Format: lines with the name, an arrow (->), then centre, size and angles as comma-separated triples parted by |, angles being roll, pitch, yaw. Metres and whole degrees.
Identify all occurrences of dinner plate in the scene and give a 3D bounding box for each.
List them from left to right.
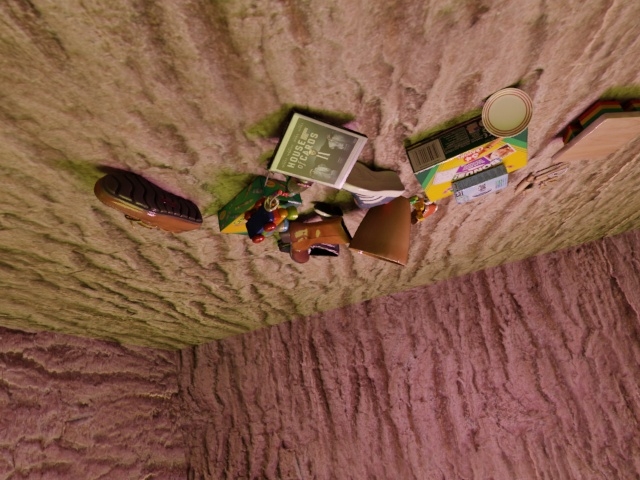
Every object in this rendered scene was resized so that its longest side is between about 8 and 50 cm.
dinner plate -> 0.551, -0.376, 1.275 | 0.141, 0.141, 0.017 | -23, -165, 23

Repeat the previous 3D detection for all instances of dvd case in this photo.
dvd case -> -0.006, -0.249, 1.214 | 0.239, 0.029, 0.179 | 11, 124, -30

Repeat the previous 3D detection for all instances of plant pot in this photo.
plant pot -> 0.258, -0.053, 1.697 | 0.237, 0.254, 0.237 | 18, 176, 1

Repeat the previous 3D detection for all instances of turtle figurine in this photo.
turtle figurine -> -0.061, -0.210, 1.326 | 0.175, 0.118, 0.234 | -1, 149, -44

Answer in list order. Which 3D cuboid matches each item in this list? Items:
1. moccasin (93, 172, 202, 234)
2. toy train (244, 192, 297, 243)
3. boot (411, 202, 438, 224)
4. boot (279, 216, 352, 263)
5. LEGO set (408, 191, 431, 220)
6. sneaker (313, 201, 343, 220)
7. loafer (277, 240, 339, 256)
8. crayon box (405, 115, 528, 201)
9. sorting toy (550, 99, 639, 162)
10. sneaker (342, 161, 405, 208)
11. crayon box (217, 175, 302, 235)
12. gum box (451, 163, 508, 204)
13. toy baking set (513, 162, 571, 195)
moccasin -> -0.525, -0.097, 1.311 | 0.147, 0.139, 0.380 | -28, 166, 13
toy train -> -0.132, -0.087, 1.388 | 0.143, 0.105, 0.248 | -10, 161, -39
boot -> 0.469, -0.120, 1.965 | 0.085, 0.059, 0.158 | -10, 159, -25
boot -> 0.000, 0.000, 1.801 | 0.281, 0.096, 0.264 | -6, 135, 17
LEGO set -> 0.393, -0.127, 1.843 | 0.227, 0.093, 0.087 | -20, 159, 16
sneaker -> 0.018, -0.105, 1.716 | 0.075, 0.057, 0.161 | -35, 154, 33
loafer -> -0.045, 0.036, 1.987 | 0.303, 0.095, 0.109 | -4, 157, -25
crayon box -> 0.512, -0.284, 1.491 | 0.363, 0.106, 0.313 | -21, 158, 19
sorting toy -> 0.998, -0.393, 1.540 | 0.257, 0.089, 0.255 | -8, 159, -17
sneaker -> 0.140, -0.176, 1.504 | 0.350, 0.131, 0.148 | 6, 148, -42
crayon box -> -0.218, -0.111, 1.516 | 0.165, 0.081, 0.278 | 7, 151, -43
gum box -> 0.574, -0.198, 1.556 | 0.184, 0.041, 0.157 | -20, 163, 17
toy baking set -> 0.988, -0.277, 1.928 | 0.197, 0.030, 0.256 | -15, 160, -5
